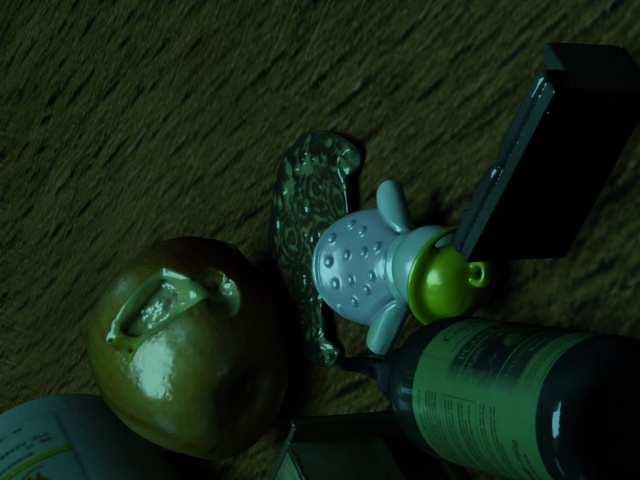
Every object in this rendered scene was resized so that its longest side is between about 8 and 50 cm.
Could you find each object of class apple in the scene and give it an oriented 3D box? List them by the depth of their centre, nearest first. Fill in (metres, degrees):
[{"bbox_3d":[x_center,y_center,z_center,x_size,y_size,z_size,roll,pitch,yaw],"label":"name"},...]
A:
[{"bbox_3d":[-0.109,0.098,1.452,0.199,0.199,0.199,3,93,62],"label":"apple"}]

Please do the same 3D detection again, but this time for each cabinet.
[{"bbox_3d":[0.035,0.256,1.206,0.175,0.148,0.215,61,140,42],"label":"cabinet"}]

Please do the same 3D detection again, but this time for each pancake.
[{"bbox_3d":[0.000,0.000,1.402,0.190,0.020,0.184,-62,39,44],"label":"pancake"}]

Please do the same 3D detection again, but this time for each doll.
[{"bbox_3d":[0.059,0.020,1.227,0.207,0.081,0.129,2,87,59],"label":"doll"}]

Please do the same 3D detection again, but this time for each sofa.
[{"bbox_3d":[0.137,-0.058,1.074,0.060,0.085,0.147,60,141,38],"label":"sofa"}]

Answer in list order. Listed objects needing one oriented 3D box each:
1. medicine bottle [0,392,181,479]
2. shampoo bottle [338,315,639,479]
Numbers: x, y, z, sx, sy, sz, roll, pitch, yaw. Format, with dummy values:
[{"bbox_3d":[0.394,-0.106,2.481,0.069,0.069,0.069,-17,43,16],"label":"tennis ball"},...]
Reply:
[{"bbox_3d":[-0.226,0.300,1.599,0.232,0.237,0.238,48,132,51],"label":"medicine bottle"},{"bbox_3d":[0.114,0.102,1.105,0.284,0.101,0.101,4,94,62],"label":"shampoo bottle"}]
